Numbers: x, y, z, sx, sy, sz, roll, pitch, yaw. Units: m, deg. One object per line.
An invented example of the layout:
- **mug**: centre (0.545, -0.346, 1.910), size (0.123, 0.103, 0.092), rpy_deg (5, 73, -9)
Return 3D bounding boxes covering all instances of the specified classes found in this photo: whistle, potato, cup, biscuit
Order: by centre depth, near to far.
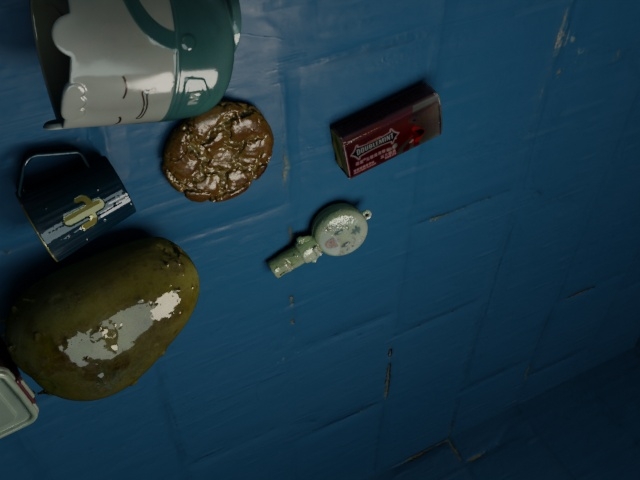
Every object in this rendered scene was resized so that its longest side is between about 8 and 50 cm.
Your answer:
- **cup**: centre (-0.248, -0.289, 0.965), size (0.257, 0.219, 0.290), rpy_deg (-10, 150, -30)
- **cup**: centre (-0.406, -0.076, 1.177), size (0.155, 0.131, 0.177), rpy_deg (-29, 117, -15)
- **biscuit**: centre (-0.183, -0.156, 1.310), size (0.225, 0.042, 0.226), rpy_deg (-21, 141, -18)
- **potato**: centre (-0.387, 0.147, 1.333), size (0.359, 0.219, 0.270), rpy_deg (-28, 135, -13)
- **whistle**: centre (0.000, 0.000, 1.594), size (0.258, 0.067, 0.126), rpy_deg (-32, 129, 2)

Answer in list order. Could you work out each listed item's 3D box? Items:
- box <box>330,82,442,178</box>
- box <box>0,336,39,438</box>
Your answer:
- **box**: centre (0.136, -0.222, 1.458), size (0.224, 0.069, 0.120), rpy_deg (-25, 141, -11)
- **box**: centre (-0.683, 0.279, 1.291), size (0.294, 0.167, 0.193), rpy_deg (-24, 139, -15)
